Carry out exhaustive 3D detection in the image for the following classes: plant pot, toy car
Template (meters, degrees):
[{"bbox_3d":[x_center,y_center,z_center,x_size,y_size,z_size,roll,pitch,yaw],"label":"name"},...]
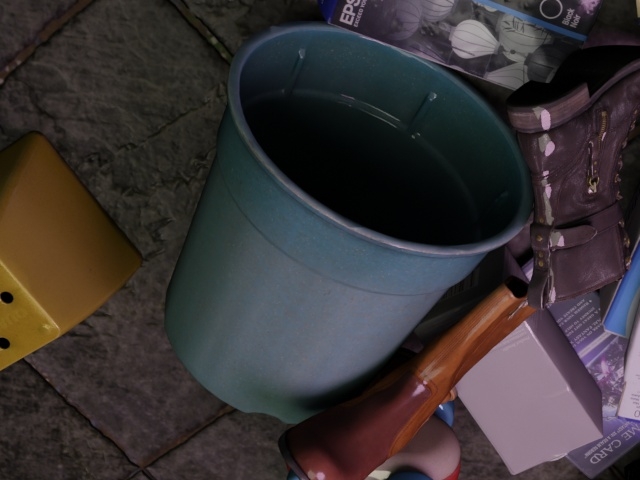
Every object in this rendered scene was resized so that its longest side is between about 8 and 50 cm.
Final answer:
[{"bbox_3d":[-0.371,0.038,1.873,0.212,0.187,0.212,-29,110,23],"label":"plant pot"},{"bbox_3d":[0.000,0.000,1.722,0.341,0.341,0.334,26,128,-5],"label":"plant pot"},{"bbox_3d":[0.057,0.316,1.939,0.210,0.219,0.238,7,122,6],"label":"toy car"}]

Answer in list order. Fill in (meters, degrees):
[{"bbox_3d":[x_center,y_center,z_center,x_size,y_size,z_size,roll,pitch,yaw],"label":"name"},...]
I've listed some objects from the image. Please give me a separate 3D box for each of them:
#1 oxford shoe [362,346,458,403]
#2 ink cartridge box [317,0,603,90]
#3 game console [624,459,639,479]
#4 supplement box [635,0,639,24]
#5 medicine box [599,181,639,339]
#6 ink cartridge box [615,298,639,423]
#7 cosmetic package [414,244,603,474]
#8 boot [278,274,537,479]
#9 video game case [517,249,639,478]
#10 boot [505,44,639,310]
[{"bbox_3d":[0.073,0.168,1.870,0.212,0.076,0.076,7,136,49],"label":"oxford shoe"},{"bbox_3d":[0.125,-0.275,1.679,0.332,0.065,0.165,19,122,0],"label":"ink cartridge box"},{"bbox_3d":[0.518,0.414,2.014,0.213,0.044,0.361,-10,117,17],"label":"game console"},{"bbox_3d":[0.362,-0.273,1.639,0.083,0.056,0.083,-5,118,13],"label":"supplement box"},{"bbox_3d":[0.481,0.002,1.723,0.289,0.149,0.263,17,121,-1],"label":"medicine box"},{"bbox_3d":[0.438,0.109,1.678,0.223,0.045,0.224,11,122,4],"label":"ink cartridge box"},{"bbox_3d":[0.219,0.140,1.850,0.127,0.107,0.238,-25,115,21],"label":"cosmetic package"},{"bbox_3d":[0.105,0.151,1.660,0.280,0.264,0.096,-42,72,18],"label":"boot"},{"bbox_3d":[0.297,0.148,1.911,0.274,0.026,0.196,40,118,-14],"label":"video game case"},{"bbox_3d":[0.285,-0.069,1.640,0.091,0.263,0.229,13,123,50],"label":"boot"}]
